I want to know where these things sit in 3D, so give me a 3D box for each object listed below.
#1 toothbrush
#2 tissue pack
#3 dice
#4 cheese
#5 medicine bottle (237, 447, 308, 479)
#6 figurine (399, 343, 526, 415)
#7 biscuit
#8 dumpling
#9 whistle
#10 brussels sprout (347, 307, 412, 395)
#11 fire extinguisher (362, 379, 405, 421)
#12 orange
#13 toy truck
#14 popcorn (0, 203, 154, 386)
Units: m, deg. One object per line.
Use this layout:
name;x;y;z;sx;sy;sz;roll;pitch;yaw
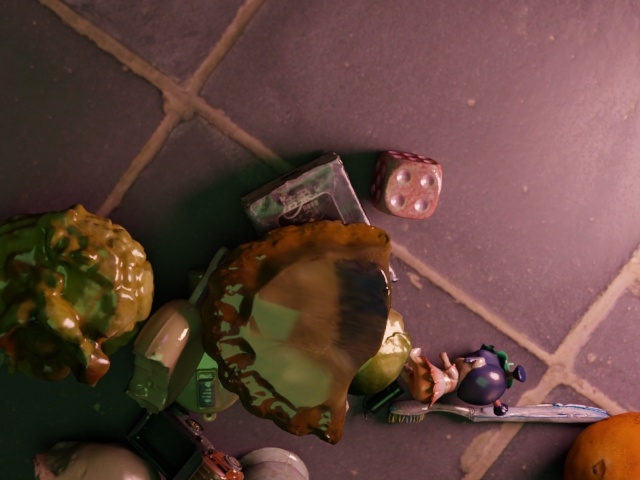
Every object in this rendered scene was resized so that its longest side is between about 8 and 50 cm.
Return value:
toothbrush;0.317;0.301;1.672;0.414;0.035;0.042;3;124;-11
tissue pack;0.000;0.000;1.513;0.173;0.073;0.235;-27;108;-4
dice;0.133;-0.088;1.505;0.093;0.094;0.091;8;106;-13
cheese;-0.202;0.133;1.445;0.071;0.163;0.249;27;61;15
medicine bottle;-0.082;0.433;1.573;0.147;0.143;0.147;-2;108;-6
figurine;0.236;0.235;1.607;0.195;0.102;0.111;-5;138;-13
biscuit;-0.007;0.137;1.426;0.329;0.078;0.335;-22;97;-18
dumpling;-0.336;0.399;1.489;0.258;0.193;0.147;28;103;-5
whistle;-0.182;0.171;1.527;0.126;0.067;0.258;-3;102;-8
brussels sprout;0.065;0.173;1.548;0.155;0.117;0.155;5;80;-26
fire extinguisher;0.102;0.269;1.629;0.083;0.025;0.038;-39;70;1
orange;0.538;0.414;1.641;0.240;0.240;0.240;-3;105;-10
toy truck;-0.218;0.339;1.522;0.192;0.092;0.083;40;94;17
popcorn;-0.374;0.073;1.378;0.270;0.224;0.258;44;78;10
